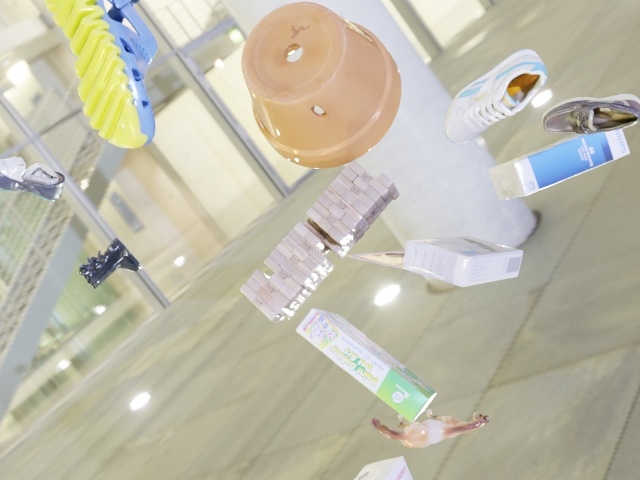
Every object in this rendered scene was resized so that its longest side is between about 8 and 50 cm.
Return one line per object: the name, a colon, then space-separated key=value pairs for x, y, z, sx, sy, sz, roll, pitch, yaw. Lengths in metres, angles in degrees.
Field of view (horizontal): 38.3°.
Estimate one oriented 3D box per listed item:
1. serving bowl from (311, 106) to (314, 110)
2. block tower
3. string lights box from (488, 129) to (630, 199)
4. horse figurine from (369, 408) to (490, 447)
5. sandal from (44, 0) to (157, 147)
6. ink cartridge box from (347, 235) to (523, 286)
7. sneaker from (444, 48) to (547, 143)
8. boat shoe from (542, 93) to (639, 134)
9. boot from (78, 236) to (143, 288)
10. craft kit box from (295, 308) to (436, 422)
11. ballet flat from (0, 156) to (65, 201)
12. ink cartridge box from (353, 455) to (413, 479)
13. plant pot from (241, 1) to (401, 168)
serving bowl: x=-0.054 y=-0.266 z=1.841 sx=0.083 sy=0.083 sz=0.027 roll=-34 pitch=-23 yaw=19
block tower: x=0.000 y=0.000 z=1.718 sx=0.335 sy=0.097 sz=0.091 roll=-47 pitch=-17 yaw=0
string lights box: x=0.505 y=-0.167 z=1.957 sx=0.259 sy=0.077 sz=0.133 roll=-22 pitch=4 yaw=-14
horse figurine: x=0.257 y=0.453 z=2.235 sx=0.263 sy=0.066 sz=0.174 roll=-6 pitch=6 yaw=-16
sandal: x=-0.295 y=-0.283 z=1.358 sx=0.138 sy=0.317 sz=0.126 roll=-8 pitch=-17 yaw=-42
ink cartridge box: x=0.241 y=0.026 z=1.890 sx=0.261 sy=0.066 sz=0.296 roll=15 pitch=9 yaw=30
sneaker: x=0.325 y=-0.263 z=1.740 sx=0.228 sy=0.087 sz=0.092 roll=-43 pitch=23 yaw=22
boat shoe: x=0.413 y=-0.190 z=1.408 sx=0.152 sy=0.056 sz=0.049 roll=-11 pitch=28 yaw=25
boot: x=-0.408 y=0.055 z=1.791 sx=0.099 sy=0.045 sz=0.121 roll=-45 pitch=-28 yaw=-10
craft kit box: x=0.088 y=0.219 z=1.643 sx=0.061 sy=0.250 sz=0.246 roll=-53 pitch=-12 yaw=4
ballet flat: x=-0.582 y=-0.129 z=1.797 sx=0.074 sy=0.074 sz=0.203 roll=-32 pitch=-27 yaw=27
ink cartridge box: x=0.148 y=0.568 z=1.853 sx=0.092 sy=0.219 sz=0.160 roll=-22 pitch=2 yaw=23
plant pot: x=-0.017 y=-0.301 z=1.696 sx=0.291 sy=0.291 sz=0.203 roll=-36 pitch=-25 yaw=8
